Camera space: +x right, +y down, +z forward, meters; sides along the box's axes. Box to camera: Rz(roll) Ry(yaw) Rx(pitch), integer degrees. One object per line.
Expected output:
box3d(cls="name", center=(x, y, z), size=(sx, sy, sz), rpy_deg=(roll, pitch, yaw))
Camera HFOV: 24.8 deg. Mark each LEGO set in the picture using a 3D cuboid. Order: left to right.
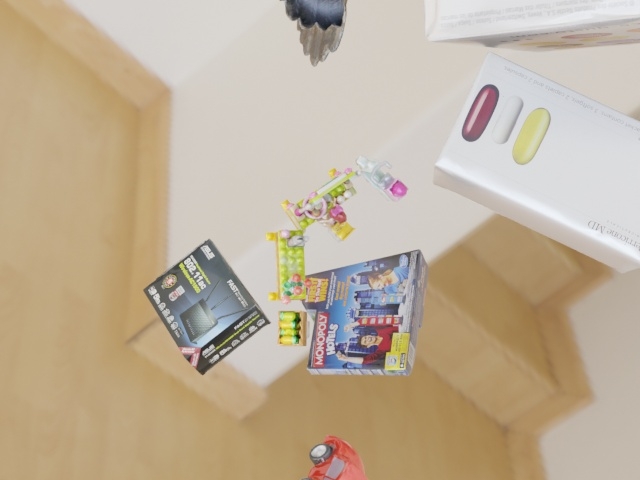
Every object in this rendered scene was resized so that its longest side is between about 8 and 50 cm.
box3d(cls="LEGO set", center=(0.000, 0.000, 1.928), size=(0.132, 0.287, 0.107), rpy_deg=(35, -13, -8))

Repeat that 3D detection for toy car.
box3d(cls="toy car", center=(-0.002, 0.296, 1.240), size=(0.239, 0.053, 0.225), rpy_deg=(-13, 91, -57))

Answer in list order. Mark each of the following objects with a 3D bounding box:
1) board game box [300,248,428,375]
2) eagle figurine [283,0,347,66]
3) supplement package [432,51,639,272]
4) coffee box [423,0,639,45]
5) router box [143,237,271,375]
box3d(cls="board game box", center=(0.047, 0.110, 2.096), size=(0.060, 0.194, 0.194), rpy_deg=(61, 34, -54))
box3d(cls="eagle figurine", center=(0.035, -0.361, 1.587), size=(0.226, 0.298, 0.225), rpy_deg=(42, 2, -37))
box3d(cls="supplement package", center=(0.276, -0.084, 1.691), size=(0.261, 0.145, 0.204), rpy_deg=(25, -2, 5))
box3d(cls="coffee box", center=(0.314, -0.373, 1.453), size=(0.334, 0.337, 0.338), rpy_deg=(-9, 97, -62))
box3d(cls="router box", center=(-0.120, 0.068, 1.520), size=(0.122, 0.092, 0.038), rpy_deg=(51, -1, 42))
